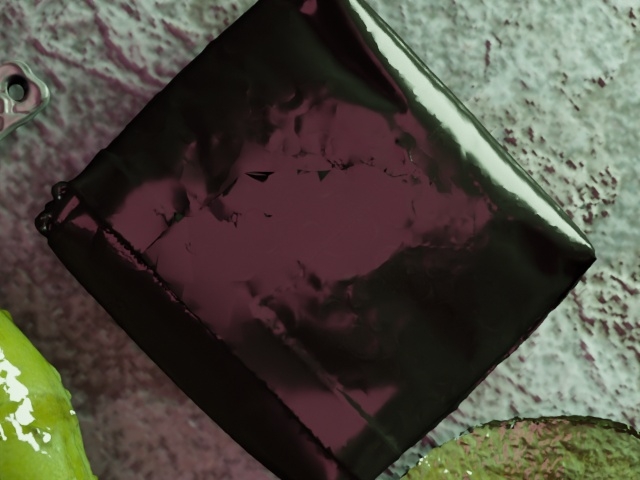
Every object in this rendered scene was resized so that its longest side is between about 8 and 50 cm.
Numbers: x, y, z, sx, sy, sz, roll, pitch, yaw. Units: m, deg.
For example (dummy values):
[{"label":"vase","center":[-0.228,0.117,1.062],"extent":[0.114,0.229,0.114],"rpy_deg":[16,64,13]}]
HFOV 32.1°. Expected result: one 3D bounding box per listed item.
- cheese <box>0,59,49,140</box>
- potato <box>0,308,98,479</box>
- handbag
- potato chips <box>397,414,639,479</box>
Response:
[{"label":"cheese","center":[-0.217,-0.027,0.597],"extent":[0.171,0.047,0.092],"rpy_deg":[-24,92,-9]},{"label":"potato","center":[-0.193,0.123,0.529],"extent":[0.253,0.186,0.148],"rpy_deg":[47,41,-1]},{"label":"handbag","center":[0.000,0.000,0.612],"extent":[0.223,0.080,0.247],"rpy_deg":[-44,94,-7]},{"label":"potato chips","center":[0.114,0.168,0.643],"extent":[0.209,0.026,0.142],"rpy_deg":[-34,97,-13]}]
